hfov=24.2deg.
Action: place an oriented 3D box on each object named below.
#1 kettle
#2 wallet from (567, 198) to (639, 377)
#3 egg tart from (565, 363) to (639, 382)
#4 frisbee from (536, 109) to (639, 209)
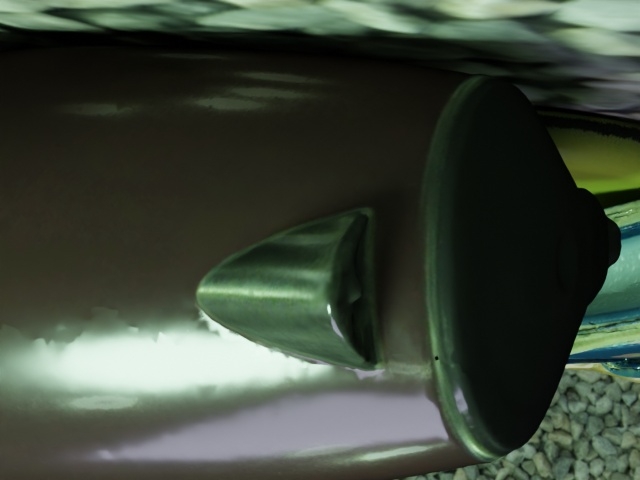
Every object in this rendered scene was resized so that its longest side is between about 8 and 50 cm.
[{"bbox_3d":[-0.033,0.013,0.463,0.232,0.144,0.202,0,178,25],"label":"kettle"},{"bbox_3d":[0.179,0.022,0.608,0.141,0.059,0.202,-14,166,43],"label":"wallet"},{"bbox_3d":[0.188,0.036,1.028,0.290,0.107,0.291,8,-178,0],"label":"egg tart"},{"bbox_3d":[0.049,-0.017,0.613,0.236,0.017,0.236,2,170,0],"label":"frisbee"}]
